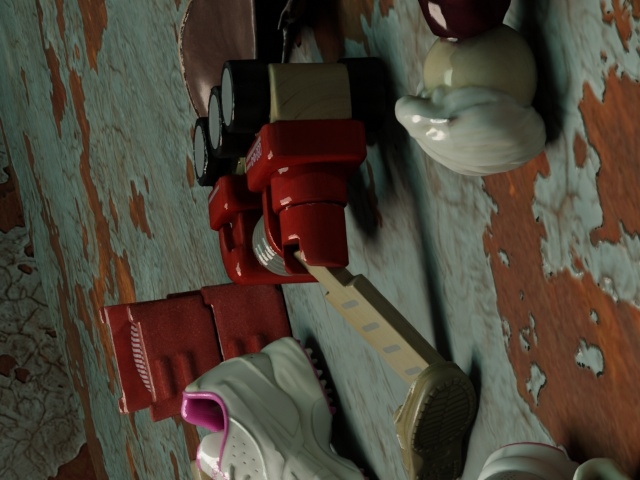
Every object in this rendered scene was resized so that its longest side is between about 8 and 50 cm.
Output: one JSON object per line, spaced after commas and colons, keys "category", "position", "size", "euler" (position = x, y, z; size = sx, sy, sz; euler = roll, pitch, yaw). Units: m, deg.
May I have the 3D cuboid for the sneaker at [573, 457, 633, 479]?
{"category": "sneaker", "position": [0.184, 0.196, 1.112], "size": [0.192, 0.064, 0.086], "euler": [-121, 19, -57]}

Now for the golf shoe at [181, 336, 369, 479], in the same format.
{"category": "golf shoe", "position": [-0.031, 0.226, 1.779], "size": [0.115, 0.140, 0.306], "euler": [96, 155, -45]}

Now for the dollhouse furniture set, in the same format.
{"category": "dollhouse furniture set", "position": [-0.097, 0.228, 1.988], "size": [0.201, 0.152, 0.374], "euler": [160, 98, -75]}

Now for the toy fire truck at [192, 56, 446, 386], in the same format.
{"category": "toy fire truck", "position": [0.000, 0.000, 1.528], "size": [0.217, 0.158, 0.246], "euler": [131, 135, -71]}

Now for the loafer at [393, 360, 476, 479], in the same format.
{"category": "loafer", "position": [0.078, 0.133, 1.465], "size": [0.148, 0.056, 0.050], "euler": [97, 150, -50]}

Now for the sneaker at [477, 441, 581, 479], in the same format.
{"category": "sneaker", "position": [0.122, 0.260, 1.235], "size": [0.103, 0.111, 0.252], "euler": [-12, 91, 35]}

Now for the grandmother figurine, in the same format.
{"category": "grandmother figurine", "position": [0.080, -0.196, 1.147], "size": [0.208, 0.104, 0.342], "euler": [-70, -26, -64]}

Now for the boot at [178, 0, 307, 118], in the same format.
{"category": "boot", "position": [-0.066, -0.163, 1.644], "size": [0.207, 0.090, 0.248], "euler": [-107, 19, -62]}
